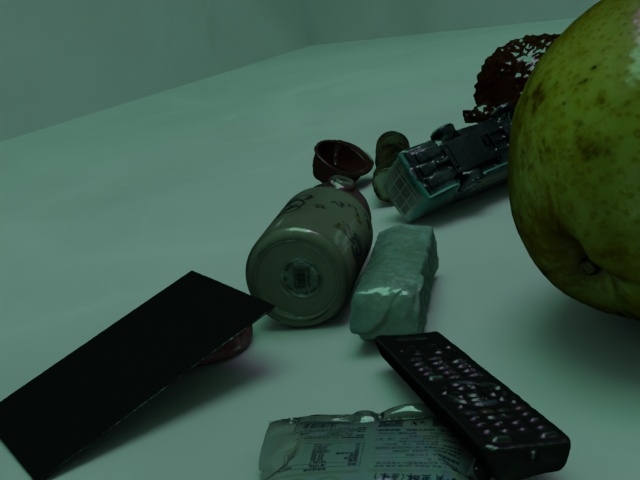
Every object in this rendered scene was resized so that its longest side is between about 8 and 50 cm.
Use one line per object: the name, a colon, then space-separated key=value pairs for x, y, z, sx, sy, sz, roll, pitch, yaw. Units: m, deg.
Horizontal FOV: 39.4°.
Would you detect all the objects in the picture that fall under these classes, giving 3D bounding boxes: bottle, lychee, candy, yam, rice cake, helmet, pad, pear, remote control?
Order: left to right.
pad: x=-0.177 y=0.109 z=0.808 sx=0.245 sy=0.006 sz=0.170 roll=-36 pitch=29 yaw=-25
candy: x=-0.118 y=0.087 z=0.882 sx=0.103 sy=0.043 sz=0.103 roll=-10 pitch=17 yaw=3
bottle: x=0.000 y=0.000 z=0.979 sx=0.109 sy=0.110 sz=0.233 roll=-5 pitch=19 yaw=15
helmet: x=0.027 y=-0.109 z=1.389 sx=0.089 sy=0.057 sz=0.111 roll=42 pitch=34 yaw=24
yam: x=0.110 y=-0.114 z=1.354 sx=0.061 sy=0.061 sz=0.253 roll=-8 pitch=18 yaw=8
rice cake: x=0.079 y=0.040 z=0.885 sx=0.069 sy=0.063 sz=0.206 roll=-3 pitch=19 yaw=16
remote control: x=0.102 y=0.110 z=0.662 sx=0.063 sy=0.025 sz=0.245 roll=-7 pitch=13 yaw=-11
lychee: x=0.328 y=-0.218 z=1.356 sx=0.238 sy=0.200 sz=0.200 roll=-22 pitch=19 yaw=-6
pear: x=0.297 y=-0.065 z=0.725 sx=0.303 sy=0.304 sz=0.304 roll=-9 pitch=18 yaw=3

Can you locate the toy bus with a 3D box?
toy bus: x=0.206 y=-0.109 z=1.202 sx=0.261 sy=0.091 sz=0.109 roll=-20 pitch=-19 yaw=-33

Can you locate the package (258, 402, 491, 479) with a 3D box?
package: x=0.031 y=0.157 z=0.610 sx=0.171 sy=0.027 sz=0.173 roll=-3 pitch=18 yaw=10
